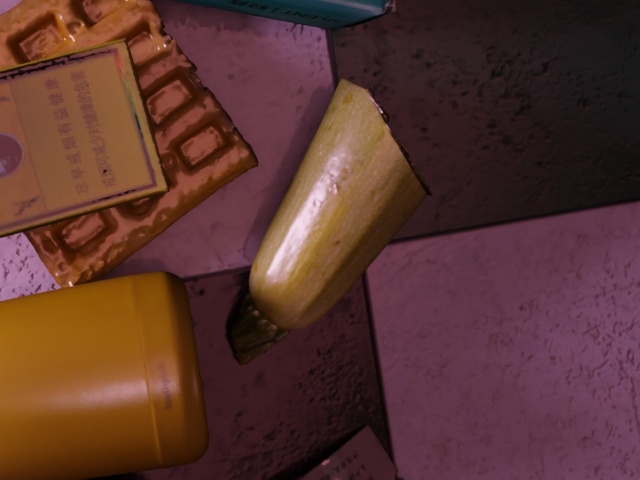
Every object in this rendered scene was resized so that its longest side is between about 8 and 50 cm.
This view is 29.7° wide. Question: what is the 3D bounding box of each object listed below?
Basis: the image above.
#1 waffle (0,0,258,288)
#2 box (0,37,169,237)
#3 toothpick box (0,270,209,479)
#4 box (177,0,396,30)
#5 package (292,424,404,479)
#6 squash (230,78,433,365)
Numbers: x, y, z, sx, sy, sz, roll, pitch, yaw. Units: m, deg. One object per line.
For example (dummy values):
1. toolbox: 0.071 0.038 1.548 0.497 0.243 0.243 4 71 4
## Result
1. waffle: -0.213 -0.109 1.113 0.221 0.055 0.247 -35 99 -7
2. box: -0.256 -0.080 1.047 0.220 0.064 0.140 -15 97 -8
3. toothpick box: -0.242 0.130 1.063 0.272 0.175 0.174 -8 94 -7
4. box: -0.088 -0.312 1.063 0.312 0.118 0.205 6 90 -22
5. package: 0.004 0.333 1.176 0.251 0.062 0.203 -35 99 -11
6. squash: 0.009 0.004 1.126 0.137 0.137 0.287 28 90 -11
